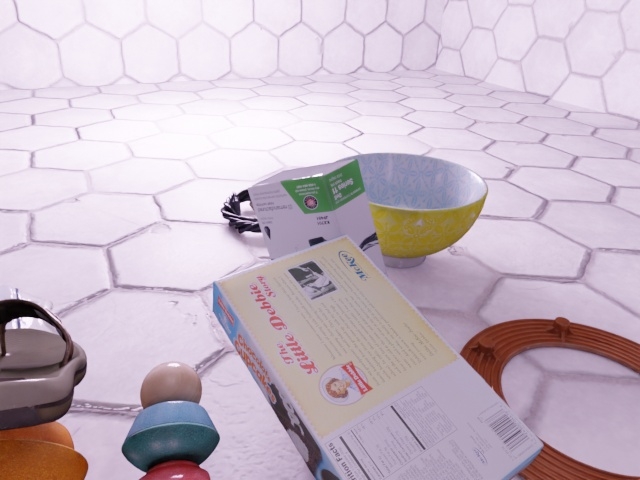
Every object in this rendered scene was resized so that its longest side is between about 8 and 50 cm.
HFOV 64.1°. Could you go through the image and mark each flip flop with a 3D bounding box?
[{"bbox_3d":[-0.251,0.088,0.410,0.112,0.080,0.277,-6,-2,-25],"label":"flip flop"}]

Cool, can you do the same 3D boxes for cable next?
[{"bbox_3d":[-0.134,-0.059,1.075,0.150,0.047,0.184,-26,41,-35],"label":"cable"}]

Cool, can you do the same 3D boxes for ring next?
[{"bbox_3d":[0.338,0.192,0.631,0.336,0.032,0.337,1,28,-1],"label":"ring"}]

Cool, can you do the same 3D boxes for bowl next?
[{"bbox_3d":[0.146,-0.045,0.936,0.289,0.156,0.290,1,28,-1],"label":"bowl"}]

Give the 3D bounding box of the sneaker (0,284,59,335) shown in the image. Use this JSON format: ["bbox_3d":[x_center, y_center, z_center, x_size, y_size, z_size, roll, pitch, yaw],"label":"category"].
[{"bbox_3d":[-0.347,0.144,0.609,0.091,0.094,0.258,14,28,-39],"label":"sneaker"}]

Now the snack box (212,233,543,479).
[{"bbox_3d":[0.040,0.135,0.531,0.187,0.060,0.322,-19,50,-29],"label":"snack box"}]

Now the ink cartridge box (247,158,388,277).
[{"bbox_3d":[0.000,0.000,0.748,0.152,0.209,0.086,-4,21,40],"label":"ink cartridge box"}]

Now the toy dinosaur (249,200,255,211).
[{"bbox_3d":[-0.015,-0.065,1.004,0.268,0.118,0.064,-22,36,-39],"label":"toy dinosaur"}]

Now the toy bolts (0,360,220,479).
[{"bbox_3d":[-0.197,0.164,0.437,0.228,0.218,0.159,5,44,-21],"label":"toy bolts"}]
